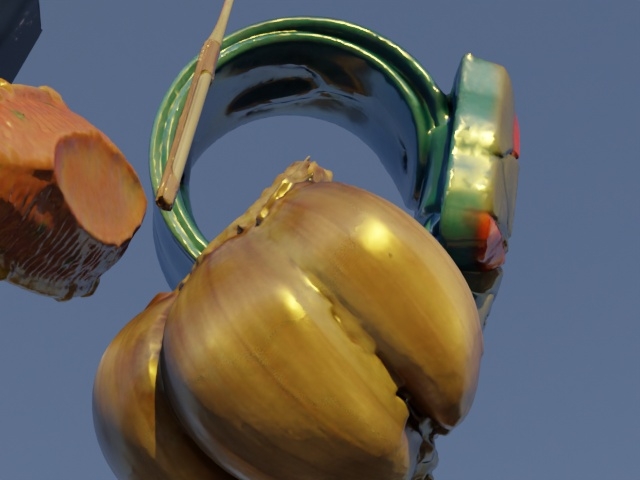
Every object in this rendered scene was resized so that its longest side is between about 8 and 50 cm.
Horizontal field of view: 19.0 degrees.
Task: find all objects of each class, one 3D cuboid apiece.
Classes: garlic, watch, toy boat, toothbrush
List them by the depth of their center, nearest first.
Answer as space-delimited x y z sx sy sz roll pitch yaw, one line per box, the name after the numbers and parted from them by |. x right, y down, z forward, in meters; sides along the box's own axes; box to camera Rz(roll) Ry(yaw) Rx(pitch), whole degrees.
-0.032 -0.045 0.509 0.008 0.097 0.006 -8 -44 23 | toothbrush
-0.018 0.068 1.034 0.214 0.191 0.160 -36 -15 -11 | garlic
-0.185 -0.031 1.252 0.099 0.318 0.141 -6 -99 11 | toy boat
0.000 0.000 1.444 0.274 0.305 0.241 12 -26 0 | watch

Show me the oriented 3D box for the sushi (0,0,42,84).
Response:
-0.294 -0.212 1.190 0.227 0.215 0.212 31 -90 12 | sushi
